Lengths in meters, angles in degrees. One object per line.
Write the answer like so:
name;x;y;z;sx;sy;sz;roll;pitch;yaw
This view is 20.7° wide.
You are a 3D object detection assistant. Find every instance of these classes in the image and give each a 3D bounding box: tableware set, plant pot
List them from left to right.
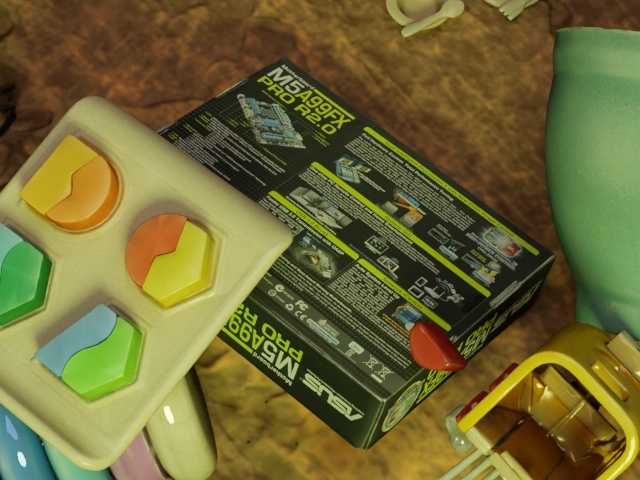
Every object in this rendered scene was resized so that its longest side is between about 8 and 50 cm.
tableware set;0.102;-0.239;1.439;0.141;0.020;0.168;-24;66;-9
plant pot;0.281;-0.015;1.202;0.293;0.293;0.196;14;92;9

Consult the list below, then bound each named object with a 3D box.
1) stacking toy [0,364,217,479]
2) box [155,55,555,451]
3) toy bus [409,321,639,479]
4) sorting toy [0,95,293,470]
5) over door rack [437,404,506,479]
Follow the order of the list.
stacking toy;-0.246;0.145;1.211;0.330;0.141;0.141;-17;64;-1
box;0.000;0.000;1.260;0.270;0.060;0.216;37;46;18
toy bus;0.168;0.106;1.130;0.104;0.191;0.202;-45;38;18
sorting toy;-0.151;0.020;1.158;0.193;0.038;0.208;35;78;23
over door rack;0.106;0.304;1.132;0.239;0.108;0.324;-37;76;-15
